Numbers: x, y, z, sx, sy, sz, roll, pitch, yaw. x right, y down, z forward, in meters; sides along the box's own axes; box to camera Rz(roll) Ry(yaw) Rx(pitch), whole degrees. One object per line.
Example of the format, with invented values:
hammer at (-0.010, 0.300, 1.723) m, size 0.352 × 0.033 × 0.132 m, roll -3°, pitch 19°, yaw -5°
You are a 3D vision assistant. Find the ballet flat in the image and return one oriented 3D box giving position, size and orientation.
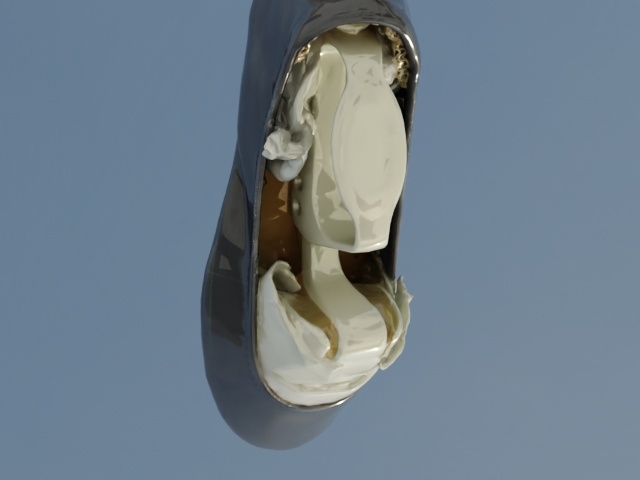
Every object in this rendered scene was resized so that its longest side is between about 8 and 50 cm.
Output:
ballet flat at (0.000, 0.000, 0.539) m, size 0.074 × 0.074 × 0.203 m, roll 1°, pitch -62°, yaw -11°
